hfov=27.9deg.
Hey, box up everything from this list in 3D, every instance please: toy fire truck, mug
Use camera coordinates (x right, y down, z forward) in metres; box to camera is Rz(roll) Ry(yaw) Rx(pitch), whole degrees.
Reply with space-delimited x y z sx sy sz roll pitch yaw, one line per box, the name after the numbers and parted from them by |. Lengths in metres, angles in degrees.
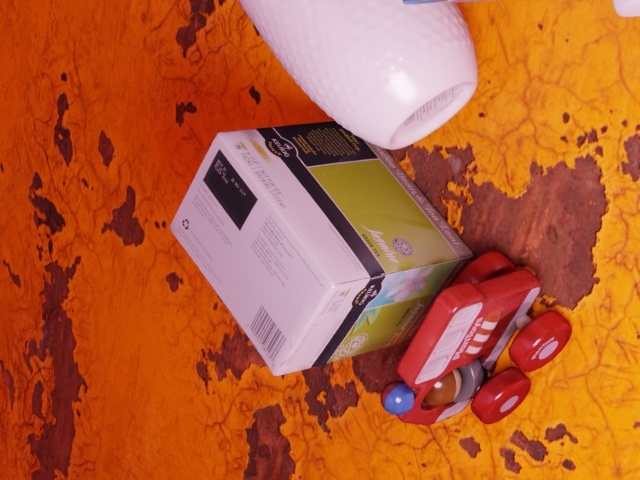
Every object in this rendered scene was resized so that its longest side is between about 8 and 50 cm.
0.204 0.164 1.910 0.169 0.254 0.302 50 131 28 | toy fire truck
0.070 -0.297 1.978 0.328 0.276 0.374 55 164 14 | mug

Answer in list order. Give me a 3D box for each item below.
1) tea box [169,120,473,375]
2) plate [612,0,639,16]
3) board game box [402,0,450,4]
0.000 0.000 2.044 0.329 0.323 0.220 53 132 27 | tea box
0.460 -0.423 1.585 0.277 0.045 0.278 5 103 49 | plate
0.231 -0.471 1.704 0.086 0.302 0.308 4 101 47 | board game box
